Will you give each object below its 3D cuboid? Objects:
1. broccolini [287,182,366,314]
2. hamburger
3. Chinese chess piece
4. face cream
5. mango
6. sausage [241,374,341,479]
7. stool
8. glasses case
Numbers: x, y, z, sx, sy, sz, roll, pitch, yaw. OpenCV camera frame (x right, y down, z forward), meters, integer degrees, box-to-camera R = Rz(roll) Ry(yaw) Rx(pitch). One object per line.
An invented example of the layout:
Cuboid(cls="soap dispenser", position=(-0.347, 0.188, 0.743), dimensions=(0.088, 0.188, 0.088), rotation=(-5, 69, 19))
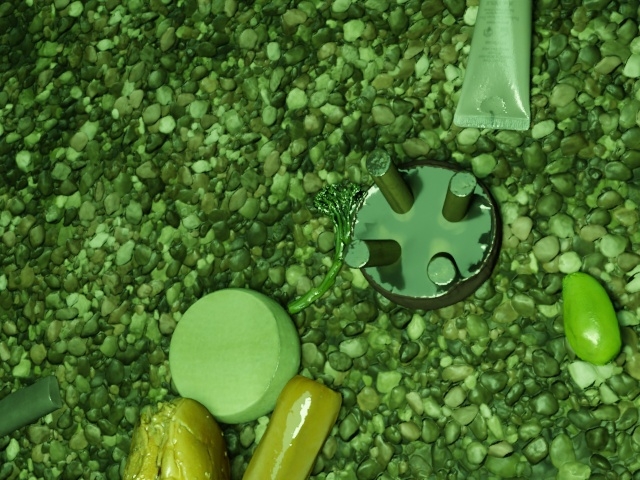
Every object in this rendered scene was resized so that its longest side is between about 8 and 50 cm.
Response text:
Cuboid(cls="broccolini", position=(-0.003, 0.008, 2.119), dimensions=(0.123, 0.062, 0.271), rotation=(32, 93, 35))
Cuboid(cls="hamburger", position=(-0.243, 0.421, 1.968), dimensions=(0.170, 0.314, 0.289), rotation=(-8, 50, 2))
Cuboid(cls="Chinese chess piece", position=(-0.157, 0.211, 2.106), dimensions=(0.250, 0.101, 0.250), rotation=(-7, 74, 24))
Cuboid(cls="face cream", position=(0.323, -0.355, 2.048), dimensions=(0.143, 0.089, 0.314), rotation=(7, 87, 26))
Cuboid(cls="mango", position=(0.436, 0.125, 1.866), dimensions=(0.091, 0.074, 0.165), rotation=(-27, 66, 19))
Cuboid(cls="sausage", position=(-0.069, 0.393, 2.016), dimensions=(0.112, 0.112, 0.328), rotation=(25, 89, 28))
Cuboid(cls="stool", position=(0.167, -0.023, 1.958), dimensions=(0.272, 0.178, 0.272), rotation=(-3, 80, 16))
Cuboid(cls="glasses case", position=(-0.611, 0.342, 2.324), dimensions=(0.191, 0.042, 0.072), rotation=(-27, 59, 16))
